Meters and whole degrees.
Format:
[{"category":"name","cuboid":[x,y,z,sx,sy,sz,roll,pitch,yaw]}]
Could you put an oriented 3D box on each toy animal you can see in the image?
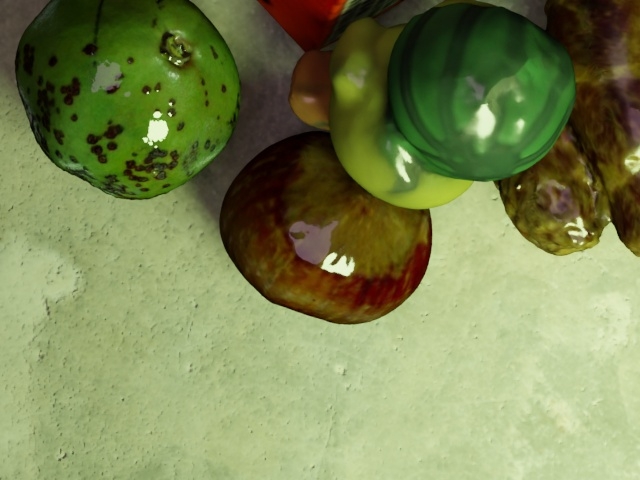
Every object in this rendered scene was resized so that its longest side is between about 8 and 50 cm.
[{"category":"toy animal","cuboid":[0.114,-0.129,1.519,0.216,0.338,0.191,20,77,-28]}]

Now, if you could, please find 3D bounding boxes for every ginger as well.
[{"category":"ginger","cuboid":[0.292,-0.174,1.617,0.254,0.176,0.418,-1,85,34]}]

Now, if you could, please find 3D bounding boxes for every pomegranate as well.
[{"category":"pomegranate","cuboid":[-0.220,-0.168,1.659,0.254,0.270,0.254,6,78,-30]}]

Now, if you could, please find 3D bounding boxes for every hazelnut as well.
[{"category":"hazelnut","cuboid":[0.000,0.000,1.656,0.234,0.218,0.218,38,98,2]}]

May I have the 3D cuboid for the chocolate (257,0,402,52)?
[{"category":"chocolate","cuboid":[-0.039,-0.381,1.534,0.161,0.360,0.341,-43,89,-10]}]
